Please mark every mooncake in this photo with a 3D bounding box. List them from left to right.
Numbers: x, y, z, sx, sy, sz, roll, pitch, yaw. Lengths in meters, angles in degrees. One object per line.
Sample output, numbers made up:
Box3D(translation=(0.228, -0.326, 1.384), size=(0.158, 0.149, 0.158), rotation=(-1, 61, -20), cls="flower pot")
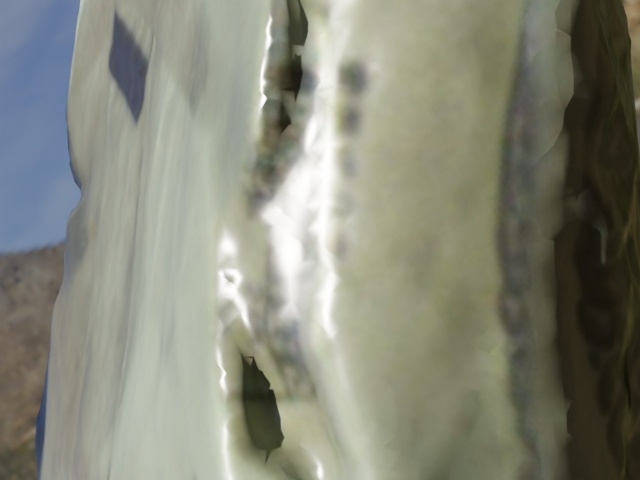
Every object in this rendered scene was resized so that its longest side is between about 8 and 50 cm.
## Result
Box3D(translation=(0.006, 0.000, 0.498), size=(0.136, 0.250, 0.254), rotation=(3, -6, -21), cls="mooncake")
